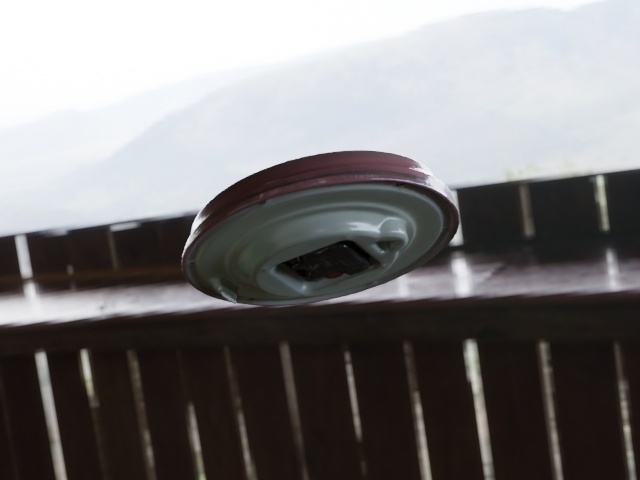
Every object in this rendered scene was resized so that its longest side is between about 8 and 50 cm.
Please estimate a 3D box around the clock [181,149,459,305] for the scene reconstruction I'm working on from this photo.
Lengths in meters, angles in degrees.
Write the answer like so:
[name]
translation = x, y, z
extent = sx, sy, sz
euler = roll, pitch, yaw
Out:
[clock]
translation = 0.000, 0.001, 1.128
extent = 0.244, 0.056, 0.244
euler = -11, -26, -5
